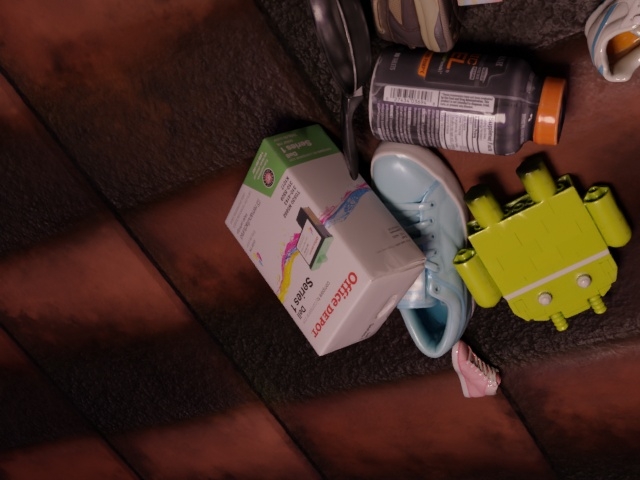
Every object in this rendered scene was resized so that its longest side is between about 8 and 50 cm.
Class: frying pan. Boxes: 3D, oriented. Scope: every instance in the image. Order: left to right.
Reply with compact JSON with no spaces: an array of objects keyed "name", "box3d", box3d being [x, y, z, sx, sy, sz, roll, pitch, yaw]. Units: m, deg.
[{"name":"frying pan","box3d":[0.039,-0.224,1.267,0.053,0.197,0.326,-20,106,-7]}]

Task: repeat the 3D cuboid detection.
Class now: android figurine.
[{"name":"android figurine","box3d":[0.324,0.016,1.404,0.248,0.056,0.273,-26,114,17]}]

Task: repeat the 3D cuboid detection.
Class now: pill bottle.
[{"name":"pill bottle","box3d":[0.197,-0.182,1.272,0.245,0.130,0.130,9,131,17]}]

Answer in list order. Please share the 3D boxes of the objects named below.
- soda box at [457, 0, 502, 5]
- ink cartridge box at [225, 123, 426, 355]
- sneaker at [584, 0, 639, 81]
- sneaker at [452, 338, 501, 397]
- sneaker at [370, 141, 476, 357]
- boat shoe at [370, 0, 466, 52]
[{"name":"soda box","box3d":[0.183,-0.379,1.154,0.058,0.063,0.183,1,128,24]},{"name":"ink cartridge box","box3d":[0.000,0.000,1.440,0.278,0.117,0.201,53,139,21]},{"name":"sneaker","box3d":[0.390,-0.283,1.110,0.087,0.092,0.229,13,139,-11]},{"name":"sneaker","box3d":[0.268,0.216,1.639,0.070,0.051,0.134,-3,130,24]},{"name":"sneaker","box3d":[0.156,0.024,1.453,0.135,0.150,0.366,-7,125,28]},{"name":"boat shoe","box3d":[0.078,-0.381,1.154,0.130,0.132,0.355,0,127,24]}]
